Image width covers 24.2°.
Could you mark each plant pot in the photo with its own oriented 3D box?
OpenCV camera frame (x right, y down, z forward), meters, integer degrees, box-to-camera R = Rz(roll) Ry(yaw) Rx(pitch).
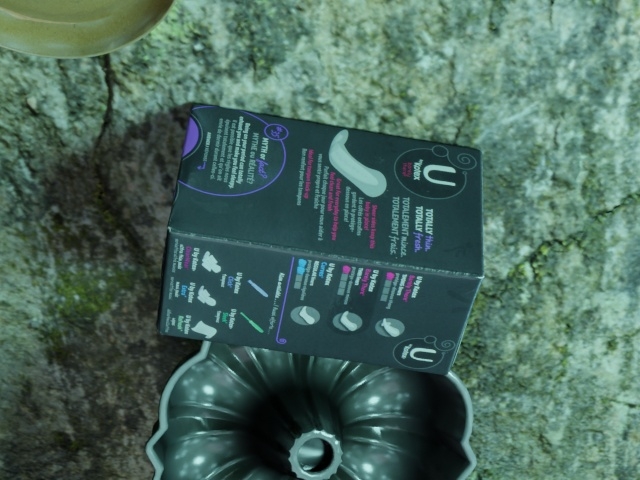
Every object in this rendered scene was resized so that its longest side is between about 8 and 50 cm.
[{"bbox_3d":[-0.222,-0.245,1.188,0.236,0.032,0.236,3,137,3],"label":"plant pot"}]

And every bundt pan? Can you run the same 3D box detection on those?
[{"bbox_3d":[-0.018,0.197,1.495,0.330,0.124,0.331,-2,101,-12],"label":"bundt pan"}]

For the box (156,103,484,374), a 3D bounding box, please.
[{"bbox_3d":[0.000,0.000,1.331,0.270,0.165,0.143,9,137,-3],"label":"box"}]
